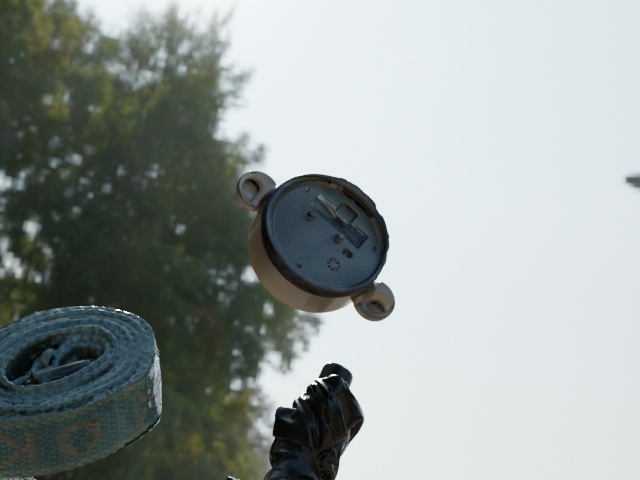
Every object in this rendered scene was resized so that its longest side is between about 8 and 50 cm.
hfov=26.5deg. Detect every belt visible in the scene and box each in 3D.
[{"bbox_3d":[-0.206,0.119,1.072,0.163,0.147,0.082,-4,-60,-11],"label":"belt"}]

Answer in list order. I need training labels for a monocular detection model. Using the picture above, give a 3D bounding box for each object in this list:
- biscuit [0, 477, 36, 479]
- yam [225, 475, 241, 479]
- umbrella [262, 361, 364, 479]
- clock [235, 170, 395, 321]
[{"bbox_3d":[-0.515,0.403,2.162,0.142,0.028,0.221,-9,18,-34],"label":"biscuit"},{"bbox_3d":[-0.079,0.239,1.004,0.027,0.129,0.033,17,-9,37],"label":"yam"},{"bbox_3d":[-0.025,0.252,1.530,0.110,0.272,0.122,16,-40,7],"label":"umbrella"},{"bbox_3d":[0.000,0.000,1.528,0.229,0.155,0.063,45,-30,1],"label":"clock"}]
